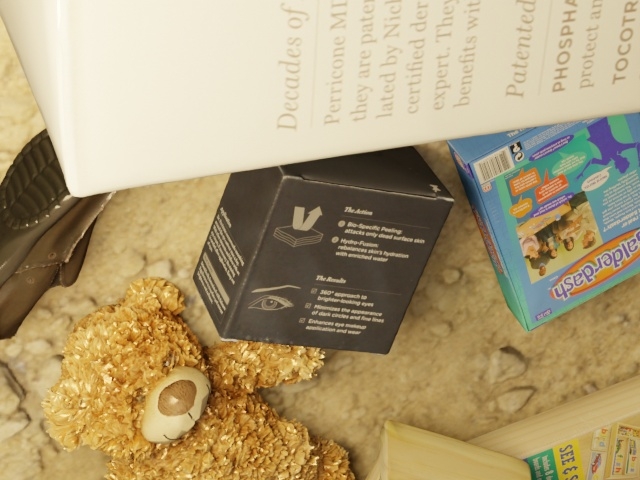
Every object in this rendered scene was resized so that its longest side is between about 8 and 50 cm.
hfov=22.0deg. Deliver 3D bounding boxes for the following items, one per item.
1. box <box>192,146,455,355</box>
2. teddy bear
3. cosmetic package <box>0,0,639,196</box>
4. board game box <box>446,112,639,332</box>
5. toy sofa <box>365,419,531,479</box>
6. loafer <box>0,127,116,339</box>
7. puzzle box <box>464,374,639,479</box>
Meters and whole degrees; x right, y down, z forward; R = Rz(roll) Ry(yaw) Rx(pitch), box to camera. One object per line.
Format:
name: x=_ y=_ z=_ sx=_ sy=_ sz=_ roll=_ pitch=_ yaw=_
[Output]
box: x=0.000 y=0.000 z=1.339 sx=0.156 sy=0.093 sz=0.158 roll=7 pitch=120 yaw=-28
teddy bear: x=-0.090 y=0.183 z=1.415 sx=0.245 sy=0.113 sz=0.338 roll=-24 pitch=129 yaw=-10
cosmetic package: x=-0.002 y=-0.269 z=1.002 sx=0.393 sy=0.329 sz=0.327 roll=-10 pitch=126 yaw=-17
board game box: x=0.214 y=-0.038 z=1.437 sx=0.160 sy=0.047 sz=0.210 roll=-28 pitch=129 yaw=-5
toy sofa: x=0.064 y=0.361 z=1.520 sx=0.150 sy=0.177 sz=0.362 roll=19 pitch=121 yaw=-10
loafer: x=-0.211 y=-0.008 z=1.260 sx=0.220 sy=0.080 sz=0.078 roll=-45 pitch=138 yaw=17
puzzle box: x=0.261 y=0.344 z=1.688 sx=0.272 sy=0.052 sz=0.409 roll=-21 pitch=122 yaw=-9
